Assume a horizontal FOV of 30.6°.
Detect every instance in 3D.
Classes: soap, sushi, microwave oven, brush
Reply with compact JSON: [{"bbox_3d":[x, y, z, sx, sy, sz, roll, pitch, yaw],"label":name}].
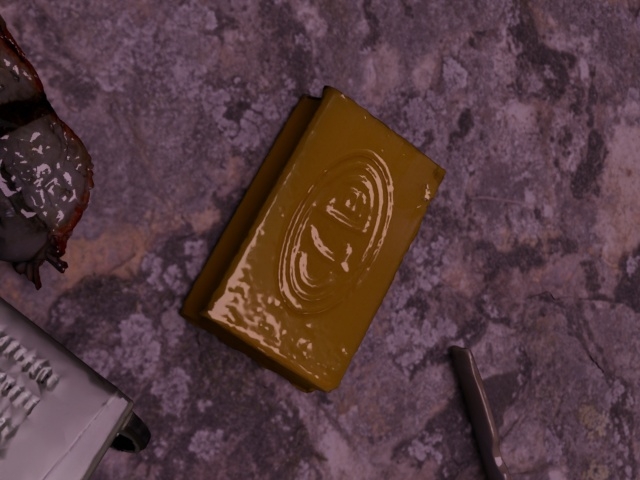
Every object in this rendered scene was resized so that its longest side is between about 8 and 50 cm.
[{"bbox_3d":[0.000,-0.001,1.387,0.204,0.096,0.324,33,74,-19],"label":"soap"},{"bbox_3d":[-0.343,-0.112,1.220,0.130,0.124,0.332,-38,102,-33],"label":"sushi"},{"bbox_3d":[-0.355,0.170,1.018,0.333,0.394,0.247,38,72,-5],"label":"microwave oven"},{"bbox_3d":[0.209,0.292,1.490,0.050,0.060,0.321,-17,94,-14],"label":"brush"}]
